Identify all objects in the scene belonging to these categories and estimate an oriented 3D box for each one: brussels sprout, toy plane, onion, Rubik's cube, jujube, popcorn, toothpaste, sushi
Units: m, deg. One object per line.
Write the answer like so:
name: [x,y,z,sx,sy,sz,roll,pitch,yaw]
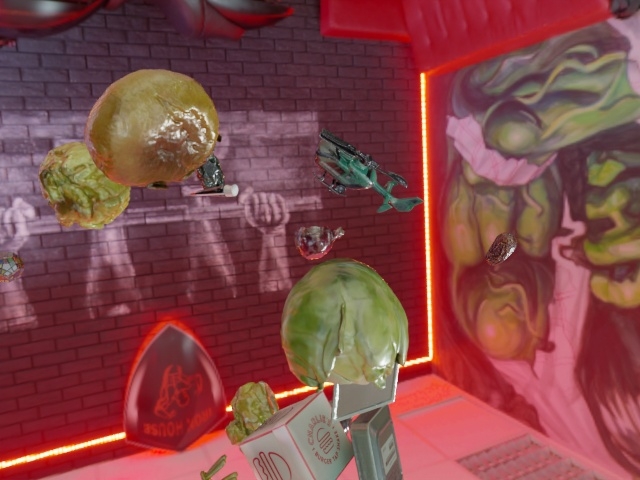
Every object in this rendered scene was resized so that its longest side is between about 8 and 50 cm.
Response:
brussels sprout: [0.077,0.233,1.473,0.342,0.361,0.425,2,180,28]
toy plane: [0.114,-0.182,1.375,0.382,0.106,0.155,36,146,-25]
onion: [0.000,0.000,2.108,0.218,0.139,0.195,-9,169,-11]
Rubik's cube: [-1.096,0.092,1.715,0.111,0.111,0.093,-8,-179,-32]
jujube: [0.630,0.032,1.724,0.077,0.129,0.077,25,-151,-15]
popcorn: [-0.734,-0.174,1.524,0.282,0.282,0.247,5,-155,46]
toothpaste: [-0.406,-0.185,1.863,0.193,0.045,0.071,0,-166,25]
sushi: [-0.551,-0.334,2.441,0.124,0.225,0.127,-21,-151,-16]

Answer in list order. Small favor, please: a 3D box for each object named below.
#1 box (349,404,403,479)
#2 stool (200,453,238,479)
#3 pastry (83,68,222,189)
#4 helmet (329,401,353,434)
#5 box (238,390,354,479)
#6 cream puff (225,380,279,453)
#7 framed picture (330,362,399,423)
box: [0.253,0.932,2.110,0.111,0.396,0.396,-14,173,20]
stool: [-0.391,0.912,1.905,0.110,0.135,0.134,-33,-140,-11]
pastry: [-0.428,-0.280,1.287,0.356,0.356,0.164,-11,-126,-45]
helmet: [0.014,0.952,2.544,0.305,0.225,0.177,-6,-149,13]
box: [-0.092,0.866,2.049,0.300,0.312,0.314,-34,173,30]
cream puff: [-0.350,0.918,2.524,0.276,0.378,0.378,-22,-172,0]
framed picture: [0.154,0.498,1.683,0.273,0.216,0.016,-6,-159,-30]
